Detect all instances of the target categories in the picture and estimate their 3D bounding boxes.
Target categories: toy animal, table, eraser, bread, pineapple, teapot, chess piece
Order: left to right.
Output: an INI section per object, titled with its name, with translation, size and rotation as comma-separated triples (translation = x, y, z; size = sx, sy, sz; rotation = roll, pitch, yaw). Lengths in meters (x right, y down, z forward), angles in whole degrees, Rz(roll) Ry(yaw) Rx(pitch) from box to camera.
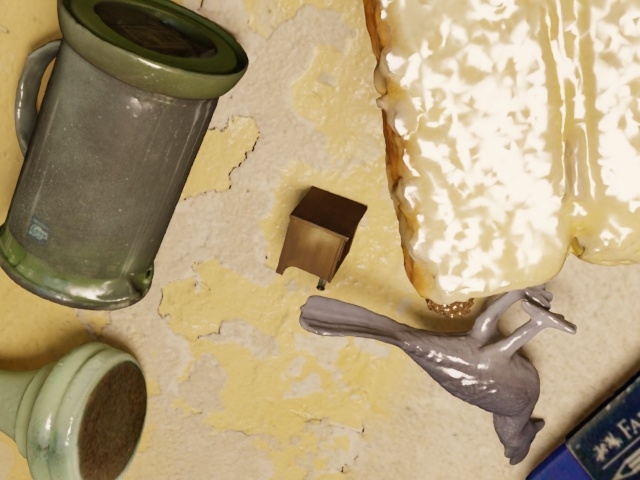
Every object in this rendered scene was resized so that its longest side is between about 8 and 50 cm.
[chess piece]
translation = -0.391, 0.202, 1.209
size = 0.299, 0.194, 0.194
rotation = 10, 113, 18
[teapot]
translation = -0.251, -0.102, 1.054
size = 0.270, 0.200, 0.337
rotation = 39, 119, 24
[table]
translation = 0.000, 0.000, 1.084
size = 0.070, 0.083, 0.082
rotation = 22, 121, 7
[pineapple]
translation = 0.157, 0.026, 1.072
size = 0.058, 0.058, 0.124
rotation = 16, 112, 6
[toy animal]
translation = 0.176, 0.123, 1.052
size = 0.367, 0.081, 0.206
rotation = 36, 117, -26
[bread]
translation = 0.179, -0.181, 0.816
size = 0.280, 0.390, 0.370
rotation = -6, 108, 6
[eraser]
translation = 0.370, 0.232, 1.055
size = 0.332, 0.102, 0.155
rotation = -50, 60, 24
